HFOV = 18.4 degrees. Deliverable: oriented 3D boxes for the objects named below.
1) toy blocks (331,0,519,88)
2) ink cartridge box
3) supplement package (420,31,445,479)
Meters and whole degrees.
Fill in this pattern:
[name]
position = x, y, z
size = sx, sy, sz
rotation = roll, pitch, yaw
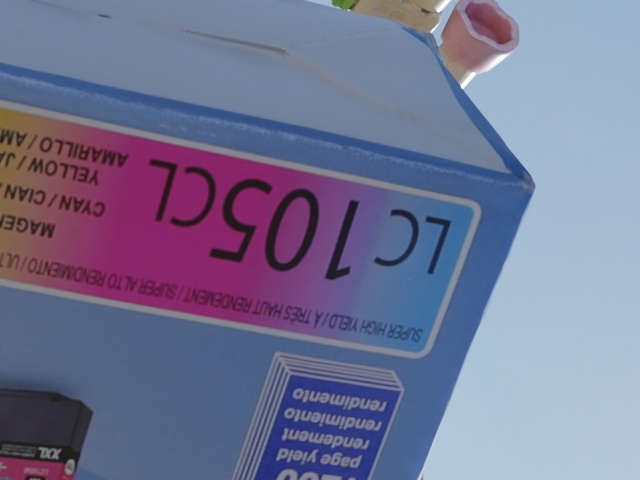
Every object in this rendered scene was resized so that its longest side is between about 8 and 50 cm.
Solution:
[toy blocks]
position = 0.054, -0.324, 1.750
size = 0.260, 0.288, 0.309
rotation = -50, -149, 39
[ink cartridge box]
position = -0.125, 0.098, 0.707
size = 0.151, 0.270, 0.395
rotation = -111, -144, -60
[supplement package]
position = 0.000, 0.000, 1.265
size = 0.204, 0.145, 0.262
rotation = -84, 176, -79
